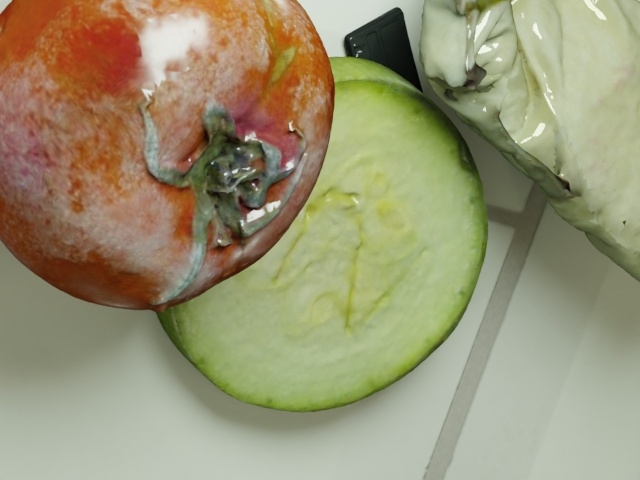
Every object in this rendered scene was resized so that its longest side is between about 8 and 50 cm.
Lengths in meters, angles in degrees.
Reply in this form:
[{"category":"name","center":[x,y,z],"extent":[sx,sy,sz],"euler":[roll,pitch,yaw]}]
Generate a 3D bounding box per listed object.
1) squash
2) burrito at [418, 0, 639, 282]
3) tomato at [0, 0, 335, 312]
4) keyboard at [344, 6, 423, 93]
[{"category":"squash","center":[0.000,0.000,1.371],"extent":[0.252,0.049,0.252],"euler":[-12,116,-25]},{"category":"burrito","center":[0.178,-0.117,1.397],"extent":[0.332,0.135,0.190],"euler":[39,76,-35]},{"category":"tomato","center":[-0.113,-0.074,1.182],"extent":[0.232,0.188,0.232],"euler":[-20,124,-32]},{"category":"keyboard","center":[0.055,-0.090,1.403],"extent":[0.053,0.010,0.155],"euler":[-30,123,-22]}]
